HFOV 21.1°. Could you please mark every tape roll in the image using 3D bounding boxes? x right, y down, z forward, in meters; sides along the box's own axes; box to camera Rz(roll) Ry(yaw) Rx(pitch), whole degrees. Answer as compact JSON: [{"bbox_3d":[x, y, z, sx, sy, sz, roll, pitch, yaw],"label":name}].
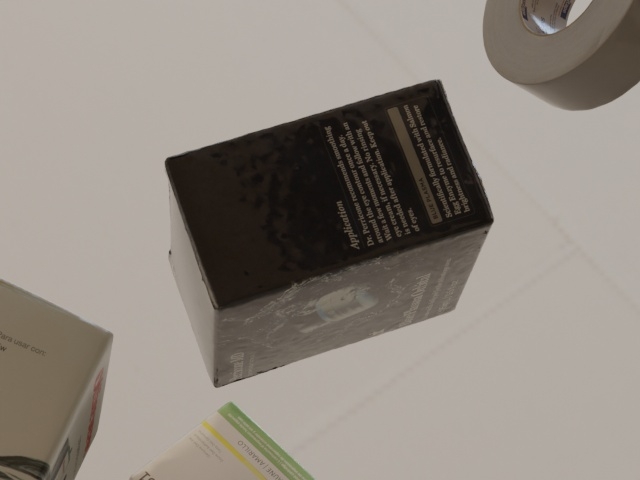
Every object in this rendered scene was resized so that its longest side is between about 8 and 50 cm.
[{"bbox_3d":[0.264,-0.242,1.717,0.219,0.072,0.219,-30,-133,39],"label":"tape roll"}]

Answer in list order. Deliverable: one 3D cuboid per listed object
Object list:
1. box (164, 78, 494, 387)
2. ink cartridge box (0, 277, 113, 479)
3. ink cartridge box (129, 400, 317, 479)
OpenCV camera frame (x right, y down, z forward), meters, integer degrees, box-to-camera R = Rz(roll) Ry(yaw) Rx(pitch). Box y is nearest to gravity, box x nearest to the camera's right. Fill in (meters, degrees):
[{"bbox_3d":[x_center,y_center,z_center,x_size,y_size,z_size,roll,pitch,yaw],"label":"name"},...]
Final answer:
[{"bbox_3d":[0.000,0.000,0.965,0.158,0.156,0.093,-17,-108,-9],"label":"box"},{"bbox_3d":[-0.183,0.139,0.840,0.087,0.153,0.208,23,-117,0],"label":"ink cartridge box"},{"bbox_3d":[-0.108,0.267,1.462,0.235,0.056,0.171,-36,-120,-25],"label":"ink cartridge box"}]
